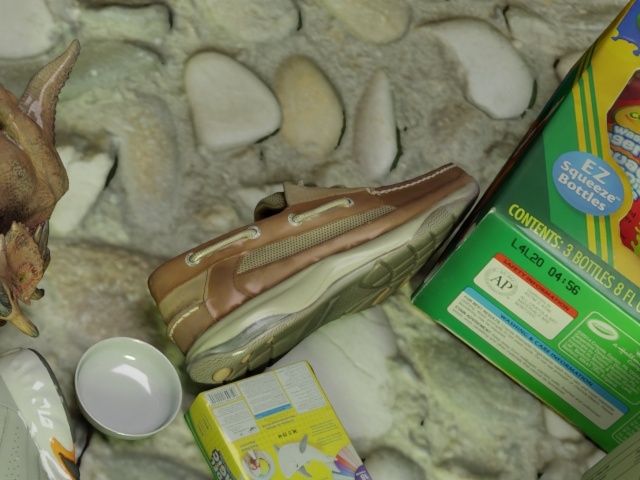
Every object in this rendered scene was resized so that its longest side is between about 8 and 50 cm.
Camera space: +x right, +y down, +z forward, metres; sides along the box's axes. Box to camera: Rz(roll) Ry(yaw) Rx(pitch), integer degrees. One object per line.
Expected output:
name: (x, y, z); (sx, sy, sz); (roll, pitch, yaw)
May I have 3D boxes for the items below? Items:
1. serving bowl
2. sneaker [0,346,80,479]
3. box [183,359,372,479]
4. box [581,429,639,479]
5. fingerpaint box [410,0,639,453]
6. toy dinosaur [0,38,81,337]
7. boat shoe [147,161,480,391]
serving bowl: (-0.147, 0.115, 1.329); (0.083, 0.027, 0.083); (13, 54, -19)
sneaker: (-0.207, 0.202, 1.208); (0.121, 0.099, 0.262); (-16, 59, -26)
box: (-0.016, 0.186, 1.339); (0.105, 0.043, 0.179); (-15, 64, -34)
box: (0.233, 0.293, 1.301); (0.121, 0.148, 0.311); (31, 53, -5)
fingerpaint box: (0.364, 0.035, 1.553); (0.445, 0.163, 0.371); (38, 50, 1)
toy dinosaur: (-0.244, -0.036, 1.331); (0.200, 0.127, 0.295); (46, 35, -4)
boat shoe: (0.000, 0.000, 1.425); (0.324, 0.123, 0.116); (-28, 72, -39)
